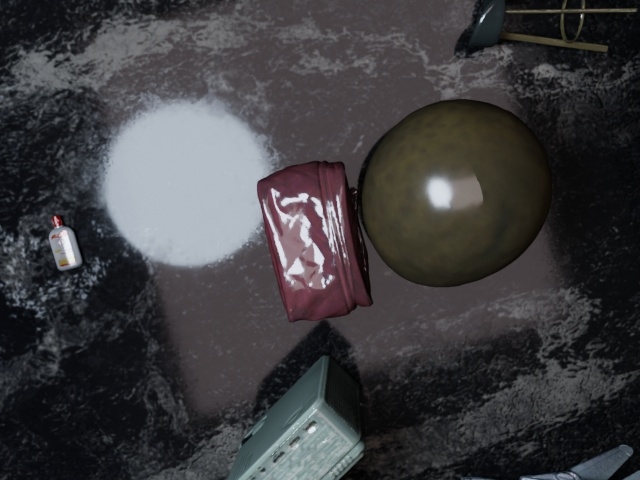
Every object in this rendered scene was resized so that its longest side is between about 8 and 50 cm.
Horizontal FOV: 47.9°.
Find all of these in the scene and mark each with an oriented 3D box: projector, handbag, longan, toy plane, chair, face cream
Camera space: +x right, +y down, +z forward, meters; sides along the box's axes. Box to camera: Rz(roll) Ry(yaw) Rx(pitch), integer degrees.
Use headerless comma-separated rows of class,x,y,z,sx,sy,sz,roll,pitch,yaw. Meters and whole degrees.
projector,-0.028,0.279,0.992,0.192,0.256,0.099,-44,92,4
handbag,0.000,0.000,1.022,0.135,0.146,0.225,-12,93,5
longan,0.177,-0.065,0.972,0.258,0.258,0.258,0,95,1
toy plane,0.349,0.389,1.080,0.267,0.088,0.212,14,72,2
chair,0.316,-0.324,1.019,0.222,0.104,0.095,-3,70,-3
face cream,-0.389,0.003,1.090,0.040,0.021,0.083,-16,94,1

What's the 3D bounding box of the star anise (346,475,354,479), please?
star anise,0.081,0.478,1.085,0.199,0.110,0.257,5,102,0
